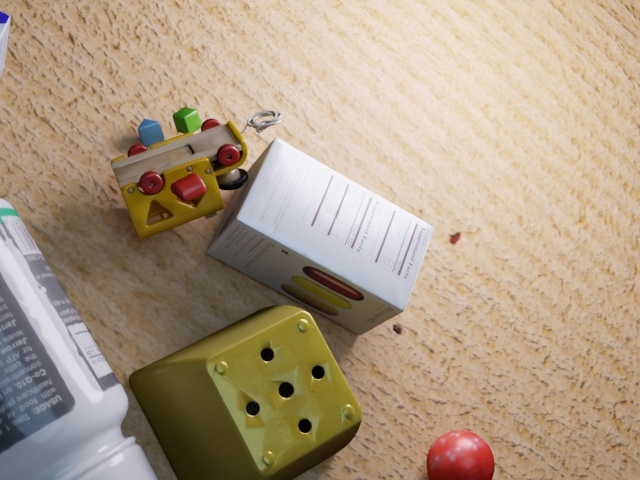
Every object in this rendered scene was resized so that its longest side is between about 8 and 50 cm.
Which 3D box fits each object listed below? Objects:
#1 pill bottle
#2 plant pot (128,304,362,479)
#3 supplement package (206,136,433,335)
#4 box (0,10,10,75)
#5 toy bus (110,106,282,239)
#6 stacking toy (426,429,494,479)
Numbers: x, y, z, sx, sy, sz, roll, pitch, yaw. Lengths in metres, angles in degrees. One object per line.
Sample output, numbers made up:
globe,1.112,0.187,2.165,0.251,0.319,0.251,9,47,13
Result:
pill bottle,-0.337,0.152,1.051,0.204,0.204,0.361,-29,85,-28
plant pot,-0.071,0.192,1.160,0.212,0.187,0.212,-25,84,-28
supplement package,0.000,0.000,1.282,0.244,0.139,0.134,29,62,-11
box,-0.433,-0.200,1.174,0.072,0.126,0.137,22,65,-13
toy bus,-0.161,-0.077,1.236,0.191,0.202,0.104,-54,140,-44
stacking toy,0.240,0.398,1.259,0.141,0.141,0.330,-19,77,-27
